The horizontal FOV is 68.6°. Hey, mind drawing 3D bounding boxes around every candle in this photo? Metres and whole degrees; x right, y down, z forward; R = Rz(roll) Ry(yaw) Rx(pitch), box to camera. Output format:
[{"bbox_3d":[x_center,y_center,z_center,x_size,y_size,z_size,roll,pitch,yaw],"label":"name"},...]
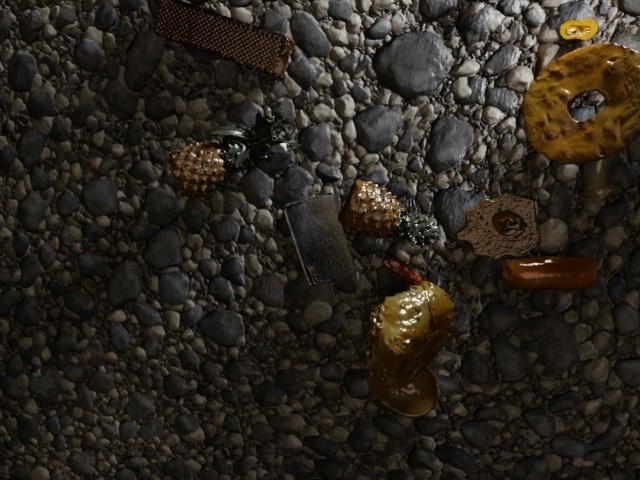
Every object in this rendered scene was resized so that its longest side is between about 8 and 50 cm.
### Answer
[{"bbox_3d":[0.245,0.099,1.344,0.162,0.048,0.053,34,136,0],"label":"candle"}]

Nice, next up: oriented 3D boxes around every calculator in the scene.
[{"bbox_3d":[0.000,0.000,1.383,0.161,0.021,0.261,-15,100,13],"label":"calculator"}]

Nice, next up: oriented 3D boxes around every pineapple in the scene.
[{"bbox_3d":[0.197,-0.060,1.279,0.279,0.158,0.157,21,106,-5],"label":"pineapple"},{"bbox_3d":[-0.242,-0.254,1.318,0.365,0.165,0.165,-26,97,6],"label":"pineapple"}]

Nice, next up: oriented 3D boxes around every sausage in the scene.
[{"bbox_3d":[0.609,0.088,1.249,0.238,0.098,0.098,0,102,10],"label":"sausage"}]

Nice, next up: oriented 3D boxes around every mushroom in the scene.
[{"bbox_3d":[0.705,-0.203,1.171,0.092,0.081,0.223,1,103,-35],"label":"mushroom"}]

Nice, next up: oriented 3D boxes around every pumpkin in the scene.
[{"bbox_3d":[0.628,-0.513,1.143,0.083,0.028,0.050,13,103,17],"label":"pumpkin"}]

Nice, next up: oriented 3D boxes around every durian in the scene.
[{"bbox_3d":[0.167,0.213,1.369,0.091,0.080,0.080,-26,97,9],"label":"durian"}]

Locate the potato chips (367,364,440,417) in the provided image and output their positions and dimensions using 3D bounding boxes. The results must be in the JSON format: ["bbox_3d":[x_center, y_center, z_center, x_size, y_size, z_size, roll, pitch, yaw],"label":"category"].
[{"bbox_3d":[0.251,0.431,1.411,0.208,0.062,0.195,-11,95,14],"label":"potato chips"}]

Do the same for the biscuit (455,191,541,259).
[{"bbox_3d":[0.478,-0.033,1.277,0.215,0.034,0.182,-11,99,15],"label":"biscuit"}]

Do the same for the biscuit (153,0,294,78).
[{"bbox_3d":[-0.262,-0.554,1.281,0.389,0.073,0.107,21,107,6],"label":"biscuit"}]

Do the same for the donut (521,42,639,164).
[{"bbox_3d":[0.630,-0.310,1.097,0.278,0.109,0.277,4,95,44],"label":"donut"}]

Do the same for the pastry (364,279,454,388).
[{"bbox_3d":[0.227,0.244,1.260,0.162,0.311,0.255,26,129,39],"label":"pastry"}]
